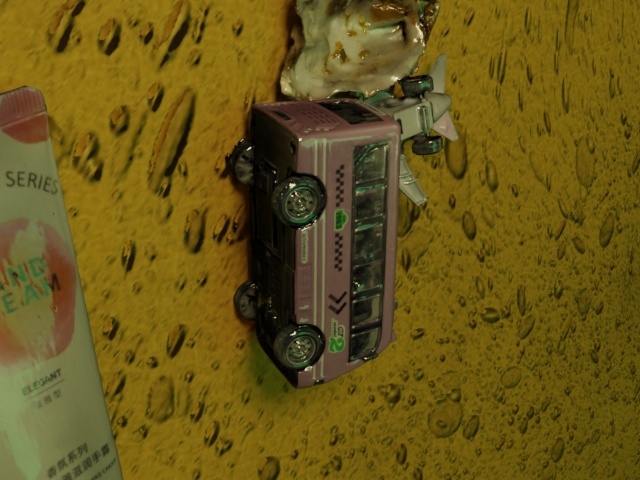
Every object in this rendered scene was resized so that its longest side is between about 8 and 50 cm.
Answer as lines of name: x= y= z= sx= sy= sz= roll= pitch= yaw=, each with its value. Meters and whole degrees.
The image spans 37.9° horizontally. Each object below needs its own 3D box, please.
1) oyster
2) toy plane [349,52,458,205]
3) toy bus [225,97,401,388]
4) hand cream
oyster: x=0.031 y=-0.158 z=0.704 sx=0.148 sy=0.051 sz=0.103 roll=-9 pitch=106 yaw=-28
toy plane: x=0.057 y=-0.097 z=0.761 sx=0.171 sy=0.066 sz=0.162 roll=-31 pitch=116 yaw=-47
toy bus: x=0.000 y=0.000 z=0.676 sx=0.108 sy=0.096 sz=0.198 roll=-12 pitch=117 yaw=-24
hand cream: x=-0.174 y=0.088 z=0.549 sx=0.124 sy=0.078 sz=0.340 roll=-29 pitch=122 yaw=-40
